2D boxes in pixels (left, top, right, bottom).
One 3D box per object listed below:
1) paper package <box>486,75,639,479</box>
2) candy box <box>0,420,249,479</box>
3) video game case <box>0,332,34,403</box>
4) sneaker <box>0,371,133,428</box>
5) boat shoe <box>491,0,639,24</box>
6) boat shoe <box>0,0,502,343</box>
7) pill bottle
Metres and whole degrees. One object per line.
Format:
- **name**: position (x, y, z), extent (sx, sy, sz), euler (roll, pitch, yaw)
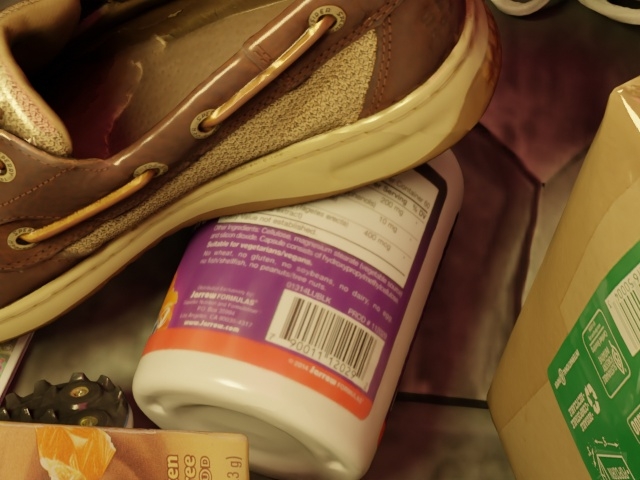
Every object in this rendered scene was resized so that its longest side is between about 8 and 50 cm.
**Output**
- **paper package**: position (0.240, 0.026, 0.728), extent (0.309, 0.325, 0.168), euler (-24, 72, -13)
- **candy box**: position (-0.114, 0.223, 0.663), extent (0.183, 0.087, 0.316), euler (9, 76, -45)
- **video game case**: position (-0.174, 0.036, 0.851), extent (0.087, 0.011, 0.122), euler (21, 68, 3)
- **sneaker**: position (-0.140, 0.159, 0.779), extent (0.085, 0.086, 0.237), euler (6, 53, 27)
- **boat shoe**: position (0.137, -0.166, 0.901), extent (0.367, 0.156, 0.136), euler (19, 59, -29)
- **boat shoe**: position (-0.104, -0.053, 0.767), extent (0.342, 0.123, 0.123), euler (-17, 54, 18)
- **pill bottle**: position (0.000, 0.000, 0.830), extent (0.108, 0.108, 0.193), euler (20, 67, 3)
